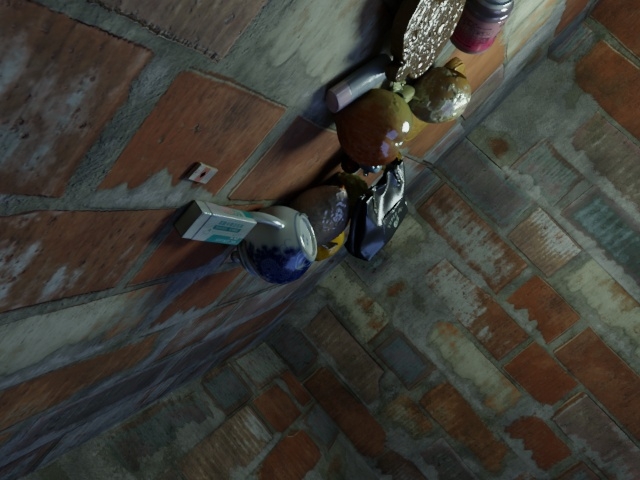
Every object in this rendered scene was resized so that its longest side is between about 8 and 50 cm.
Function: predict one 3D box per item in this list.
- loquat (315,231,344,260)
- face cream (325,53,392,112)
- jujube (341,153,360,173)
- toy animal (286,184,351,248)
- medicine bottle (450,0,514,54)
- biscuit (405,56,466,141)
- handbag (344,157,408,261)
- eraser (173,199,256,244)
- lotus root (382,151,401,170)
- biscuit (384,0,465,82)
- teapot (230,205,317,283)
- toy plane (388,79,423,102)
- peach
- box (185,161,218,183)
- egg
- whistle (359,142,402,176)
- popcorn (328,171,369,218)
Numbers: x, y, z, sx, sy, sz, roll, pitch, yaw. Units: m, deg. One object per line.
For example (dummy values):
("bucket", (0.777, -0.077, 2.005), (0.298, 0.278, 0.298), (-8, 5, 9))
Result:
("loquat", (0.000, 0.000, 2.192), (0.234, 0.176, 0.187), (-33, 170, 5))
("face cream", (0.101, -0.412, 1.279), (0.198, 0.057, 0.084), (-37, 166, -17))
("jujube", (0.128, -0.300, 1.776), (0.129, 0.077, 0.077), (-51, 171, -12))
("toy animal", (-0.009, -0.085, 1.750), (0.226, 0.188, 0.358), (3, 152, -40))
("medicine bottle", (0.467, -0.657, 1.393), (0.147, 0.147, 0.247), (-39, 169, -16))
("biscuit", (0.440, -0.539, 1.963), (0.365, 0.062, 0.385), (-44, 169, 2))
("handbag", (0.217, -0.126, 1.767), (0.342, 0.152, 0.288), (-50, 153, -27))
("eraser", (-0.272, -0.042, 1.294), (0.095, 0.052, 0.225), (-45, 156, 17))
("lotus root", (0.271, -0.341, 2.067), (0.190, 0.094, 0.108), (-20, 121, -52))
("biscuit", (0.258, -0.541, 1.233), (0.314, 0.063, 0.367), (-54, 165, 9))
("teapot", (-0.166, 0.021, 1.581), (0.280, 0.252, 0.424), (-15, 151, 16))
("toy plane", (0.226, -0.437, 1.535), (0.256, 0.104, 0.242), (-27, 147, -34))
("peach", (0.137, -0.326, 1.375), (0.232, 0.232, 0.232), (-40, 169, -10))
("box", (-0.266, -0.152, 1.104), (0.046, 0.012, 0.083), (-44, 169, 9))
("egg", (0.408, -0.497, 1.682), (0.233, 0.195, 0.195), (-16, 157, -27))
("whistle", (0.209, -0.346, 1.697), (0.180, 0.093, 0.269), (19, 99, -45))
("popcorn", (0.102, -0.168, 1.895), (0.185, 0.167, 0.187), (-58, -179, -21))
